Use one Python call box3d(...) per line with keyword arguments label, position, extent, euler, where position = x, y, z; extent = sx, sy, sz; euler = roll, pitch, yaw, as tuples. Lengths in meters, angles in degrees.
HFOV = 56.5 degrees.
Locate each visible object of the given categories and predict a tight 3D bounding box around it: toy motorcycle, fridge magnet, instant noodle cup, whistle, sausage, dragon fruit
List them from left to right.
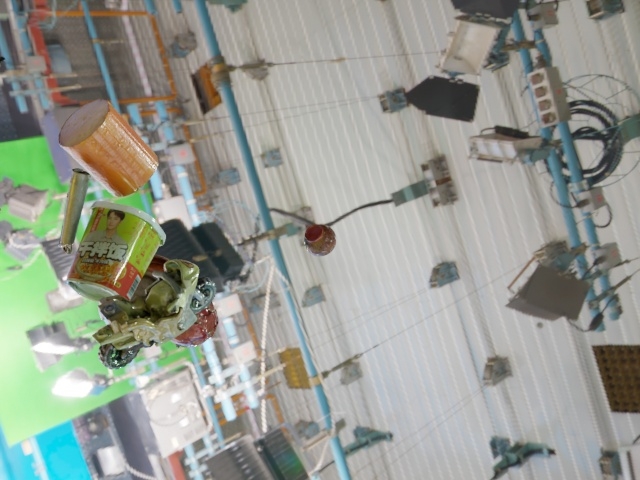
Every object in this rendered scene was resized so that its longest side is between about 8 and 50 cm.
box3d(label="whistle", position=(-0.881, -0.100, 2.120), extent=(0.068, 0.057, 0.327), euler=(37, -63, 36))
box3d(label="sausage", position=(-0.770, -0.334, 2.168), extent=(0.233, 0.233, 0.287), euler=(23, -23, 41))
box3d(label="instant noodle cup", position=(-0.745, 0.060, 2.147), extent=(0.293, 0.293, 0.308), euler=(-19, -133, 50))
box3d(label="fridge magnet", position=(-0.741, 0.243, 2.635), extent=(0.363, 0.155, 0.364), euler=(3, -82, 19))
box3d(label="toy motorcycle", position=(-0.489, 0.207, 1.775), extent=(0.168, 0.410, 0.237), euler=(29, -38, 34))
box3d(label="dragon fruit", position=(-0.548, 0.309, 2.431), extent=(0.244, 0.244, 0.299), euler=(20, -21, 42))

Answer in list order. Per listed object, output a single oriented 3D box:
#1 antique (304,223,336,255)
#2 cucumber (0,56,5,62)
box3d(label="antique", position=(0.000, 0.000, 1.775), extent=(0.104, 0.104, 0.104), euler=(20, -61, 42))
box3d(label="cucumber", position=(-0.870, -0.389, 1.494), extent=(0.046, 0.220, 0.070), euler=(23, -44, -1))
